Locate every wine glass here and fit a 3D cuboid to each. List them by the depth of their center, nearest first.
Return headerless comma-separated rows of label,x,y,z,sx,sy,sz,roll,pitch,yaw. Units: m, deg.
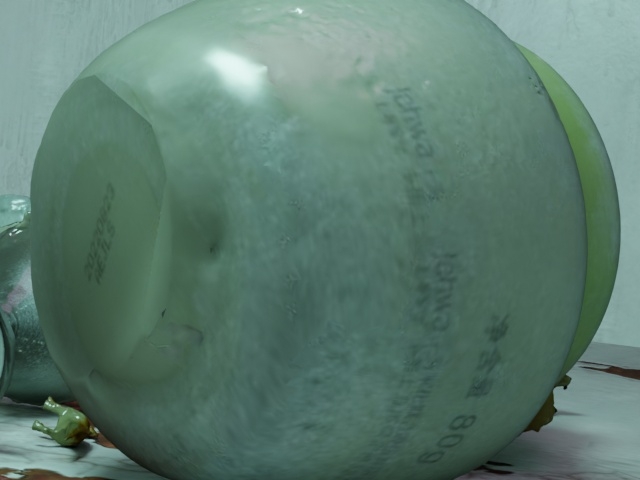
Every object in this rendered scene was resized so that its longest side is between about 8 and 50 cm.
wine glass,-0.238,0.064,0.988,0.156,0.156,0.232,6,4,8

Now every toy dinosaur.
toy dinosaur,-0.175,0.125,0.933,0.041,0.026,0.113,23,-8,3

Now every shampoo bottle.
shampoo bottle,0.000,0.000,0.835,0.322,0.322,0.317,6,11,44

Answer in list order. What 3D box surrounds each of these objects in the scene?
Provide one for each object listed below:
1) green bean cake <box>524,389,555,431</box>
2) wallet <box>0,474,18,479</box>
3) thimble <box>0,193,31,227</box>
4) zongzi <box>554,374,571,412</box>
green bean cake,0.077,0.060,1.124,0.230,0.131,0.224,0,29,7
wallet,-0.263,0.122,0.736,0.197,0.020,0.103,6,1,19
thimble,-0.381,0.030,1.718,0.205,0.171,0.250,0,1,-31
zongzi,-0.007,0.082,1.499,0.418,0.181,0.447,22,-9,-23
